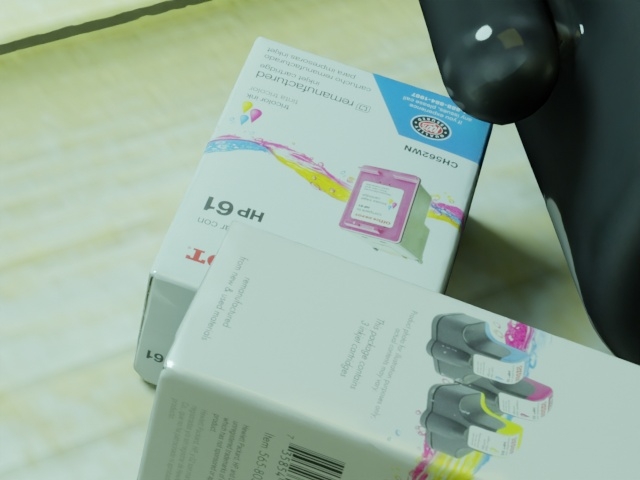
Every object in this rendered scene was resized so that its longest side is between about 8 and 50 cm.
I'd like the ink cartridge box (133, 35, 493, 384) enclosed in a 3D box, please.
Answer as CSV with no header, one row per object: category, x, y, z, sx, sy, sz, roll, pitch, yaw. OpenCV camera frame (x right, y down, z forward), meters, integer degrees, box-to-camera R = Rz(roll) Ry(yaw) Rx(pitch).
ink cartridge box,0.000,0.000,0.633,0.089,0.052,0.122,18,47,2

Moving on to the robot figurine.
robot figurine,0.148,-0.060,0.640,0.174,0.209,0.278,-28,47,15

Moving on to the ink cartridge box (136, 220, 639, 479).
ink cartridge box,0.043,0.077,0.535,0.181,0.104,0.061,20,47,4
